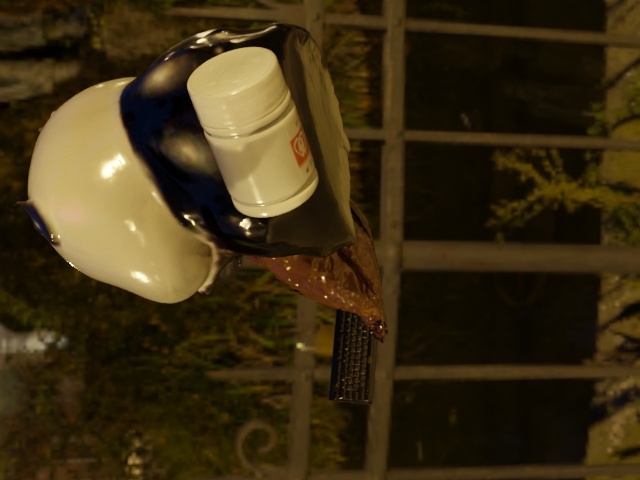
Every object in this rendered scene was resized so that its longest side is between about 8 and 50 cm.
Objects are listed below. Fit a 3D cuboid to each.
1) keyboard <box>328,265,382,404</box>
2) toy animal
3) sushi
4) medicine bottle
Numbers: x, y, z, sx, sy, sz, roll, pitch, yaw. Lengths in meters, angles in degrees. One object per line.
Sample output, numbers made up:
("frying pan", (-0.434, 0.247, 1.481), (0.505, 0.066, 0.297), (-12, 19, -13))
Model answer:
("keyboard", (0.049, 0.128, 1.454), (0.010, 0.064, 0.198), (103, 172, -74))
("toy animal", (-0.135, -0.076, 1.021), (0.251, 0.310, 0.251), (-14, -90, -79))
("sushi", (0.000, 0.000, 1.338), (0.149, 0.287, 0.140), (-60, 8, -18))
("medicine bottle", (-0.039, -0.063, 0.620), (0.057, 0.057, 0.089), (-109, -2, -54))
